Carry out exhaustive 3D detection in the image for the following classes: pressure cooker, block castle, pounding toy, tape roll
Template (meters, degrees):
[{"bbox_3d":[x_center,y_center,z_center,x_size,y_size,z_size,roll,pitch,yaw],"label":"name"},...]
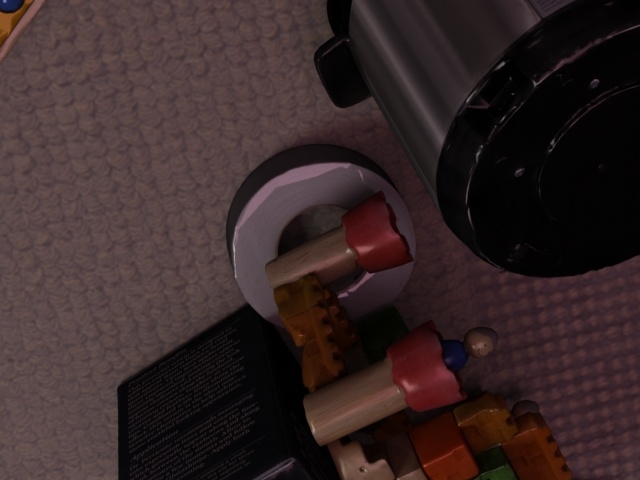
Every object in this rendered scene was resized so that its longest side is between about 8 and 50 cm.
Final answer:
[{"bbox_3d":[0.224,-0.222,1.456,0.369,0.420,0.375,3,132,-32],"label":"pressure cooker"},{"bbox_3d":[0.134,0.193,1.585,0.212,0.303,0.453,-25,130,6],"label":"block castle"},{"bbox_3d":[-0.380,-0.255,1.498,0.141,0.100,0.130,35,101,-19],"label":"pounding toy"},{"bbox_3d":[0.000,0.000,1.670,0.219,0.072,0.219,-3,111,-9],"label":"tape roll"}]

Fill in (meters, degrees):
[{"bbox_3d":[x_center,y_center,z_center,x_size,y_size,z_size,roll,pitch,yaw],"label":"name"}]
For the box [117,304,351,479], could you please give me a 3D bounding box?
[{"bbox_3d":[-0.065,0.303,1.597,0.212,0.395,0.293,-31,111,5],"label":"box"}]
